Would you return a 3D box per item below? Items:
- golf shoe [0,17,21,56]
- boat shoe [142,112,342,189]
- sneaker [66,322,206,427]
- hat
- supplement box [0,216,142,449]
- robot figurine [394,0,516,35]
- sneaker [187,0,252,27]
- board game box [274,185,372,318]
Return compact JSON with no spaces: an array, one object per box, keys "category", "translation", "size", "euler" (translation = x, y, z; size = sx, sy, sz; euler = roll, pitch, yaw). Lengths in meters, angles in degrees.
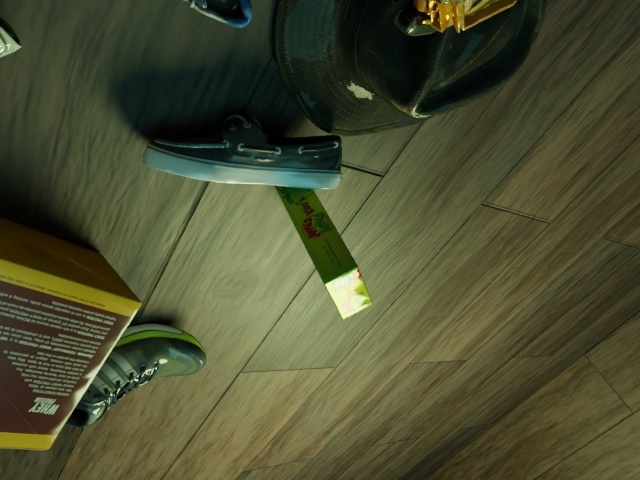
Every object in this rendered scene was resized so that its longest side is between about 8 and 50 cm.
[{"category":"golf shoe","translation":[-0.283,-0.145,0.389],"size":[0.086,0.069,0.176],"euler":[1,135,-41]},{"category":"boat shoe","translation":[-0.076,-0.104,0.561],"size":[0.228,0.080,0.076],"euler":[4,105,-21]},{"category":"sneaker","translation":[-0.309,0.202,0.721],"size":[0.300,0.121,0.111],"euler":[-1,135,-31]},{"category":"hat","translation":[0.127,-0.212,0.513],"size":[0.331,0.134,0.331],"euler":[-18,142,-15]},{"category":"supplement box","translation":[-0.338,0.091,0.518],"size":[0.191,0.129,0.194],"euler":[32,90,-49]},{"category":"robot figurine","translation":[0.157,-0.255,0.323],"size":[0.291,0.085,0.211],"euler":[-35,151,1]},{"category":"sneaker","translation":[-0.107,-0.223,0.412],"size":[0.135,0.058,0.052],"euler":[18,123,-43]},{"category":"board game box","translation":[0.000,0.000,0.633],"size":[0.043,0.181,0.092],"euler":[-27,143,-2]}]
